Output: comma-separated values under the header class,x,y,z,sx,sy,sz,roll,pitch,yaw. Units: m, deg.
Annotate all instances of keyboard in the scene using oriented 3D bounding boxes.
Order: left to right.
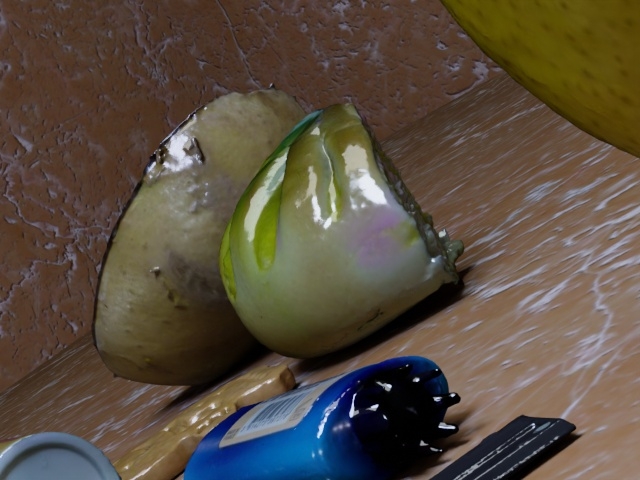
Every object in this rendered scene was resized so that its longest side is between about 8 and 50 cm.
class,x,y,z,sx,sy,sz,roll,pitch,yaw
keyboard,0.015,0.128,0.661,0.198,0.010,0.063,-33,4,-12

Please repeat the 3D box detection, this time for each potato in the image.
class,x,y,z,sx,sy,sz,roll,pitch,yaw
potato,-0.065,0.021,1.396,0.239,0.116,0.299,-11,-48,-52

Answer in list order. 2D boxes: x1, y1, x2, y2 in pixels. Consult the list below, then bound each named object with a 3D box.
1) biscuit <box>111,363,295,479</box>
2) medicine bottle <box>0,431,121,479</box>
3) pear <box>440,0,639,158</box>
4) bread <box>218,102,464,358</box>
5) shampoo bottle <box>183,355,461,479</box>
class,x,y,z,sx,sy,sz,roll,pitch,yaw
biscuit,-0.099,0.141,1.159,0.184,0.027,0.133,-33,7,-6
medicine bottle,-0.247,0.194,1.162,0.108,0.108,0.426,-35,8,-27
pear,0.216,-0.192,0.628,0.418,0.362,0.362,2,23,28
bread,0.000,0.002,1.182,0.156,0.158,0.261,-39,5,-30
shampoo bottle,0.003,0.097,0.811,0.087,0.050,0.183,-33,4,-33
